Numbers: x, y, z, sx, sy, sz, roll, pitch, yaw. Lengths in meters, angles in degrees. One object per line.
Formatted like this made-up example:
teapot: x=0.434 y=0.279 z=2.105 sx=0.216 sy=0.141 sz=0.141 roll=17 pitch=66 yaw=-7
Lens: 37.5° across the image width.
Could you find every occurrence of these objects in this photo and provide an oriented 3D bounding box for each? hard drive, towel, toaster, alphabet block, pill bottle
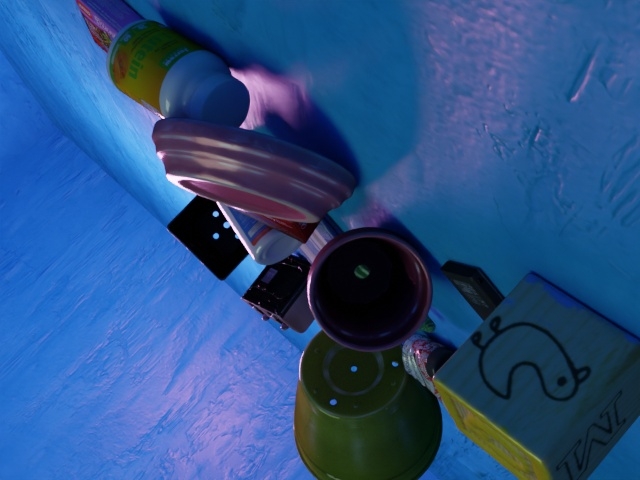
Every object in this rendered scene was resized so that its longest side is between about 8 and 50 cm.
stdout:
hard drive: x=0.249 y=0.090 z=1.436 sx=0.135 sy=0.022 sz=0.094 roll=49 pitch=168 yaw=-20
towel: x=0.000 y=0.000 z=1.950 sx=0.209 sy=0.034 sz=0.285 roll=50 pitch=165 yaw=-17
toaster: x=-0.077 y=0.122 z=2.324 sx=0.168 sy=0.186 sz=0.110 roll=20 pitch=157 yaw=46
alphabet block: x=0.293 y=0.197 z=1.232 sx=0.192 sy=0.197 sz=0.193 roll=35 pitch=165 yaw=36
pill bottle: x=-0.131 y=-0.070 z=1.878 sx=0.222 sy=0.124 sz=0.124 roll=55 pitch=174 yaw=23
pill bottle: x=-0.231 y=-0.261 z=1.549 sx=0.245 sy=0.136 sz=0.136 roll=34 pitch=165 yaw=35

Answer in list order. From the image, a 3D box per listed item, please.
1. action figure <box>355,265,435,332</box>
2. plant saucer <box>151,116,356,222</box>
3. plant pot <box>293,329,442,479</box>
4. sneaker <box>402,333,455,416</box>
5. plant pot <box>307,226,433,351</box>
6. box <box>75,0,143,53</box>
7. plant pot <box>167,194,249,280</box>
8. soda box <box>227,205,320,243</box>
action figure: x=0.117 y=0.104 z=1.767 sx=0.232 sy=0.137 sz=0.063 roll=35 pitch=-169 yaw=4
plant saucer: x=-0.112 y=-0.101 z=1.492 sx=0.332 sy=0.084 sz=0.332 roll=16 pitch=173 yaw=2
plant pot: x=0.090 y=0.358 z=2.153 sx=0.366 sy=0.366 sz=0.353 roll=38 pitch=161 yaw=27
sneaker: x=0.269 y=0.303 z=1.964 sx=0.270 sy=0.090 sz=0.145 roll=55 pitch=166 yaw=-29
plant pot: x=0.074 y=0.068 z=1.587 sx=0.201 sy=0.201 sz=0.180 roll=46 pitch=-177 yaw=-10
box: x=-0.332 y=-0.348 z=1.789 sx=0.293 sy=0.057 sz=0.201 roll=42 pitch=168 yaw=10
plant pot: x=-0.235 y=-0.034 z=2.293 sx=0.187 sy=0.188 sz=0.167 roll=44 pitch=180 yaw=-2
soda box: x=-0.117 y=-0.094 z=1.755 sx=0.263 sy=0.092 sz=0.083 roll=25 pitch=161 yaw=29
